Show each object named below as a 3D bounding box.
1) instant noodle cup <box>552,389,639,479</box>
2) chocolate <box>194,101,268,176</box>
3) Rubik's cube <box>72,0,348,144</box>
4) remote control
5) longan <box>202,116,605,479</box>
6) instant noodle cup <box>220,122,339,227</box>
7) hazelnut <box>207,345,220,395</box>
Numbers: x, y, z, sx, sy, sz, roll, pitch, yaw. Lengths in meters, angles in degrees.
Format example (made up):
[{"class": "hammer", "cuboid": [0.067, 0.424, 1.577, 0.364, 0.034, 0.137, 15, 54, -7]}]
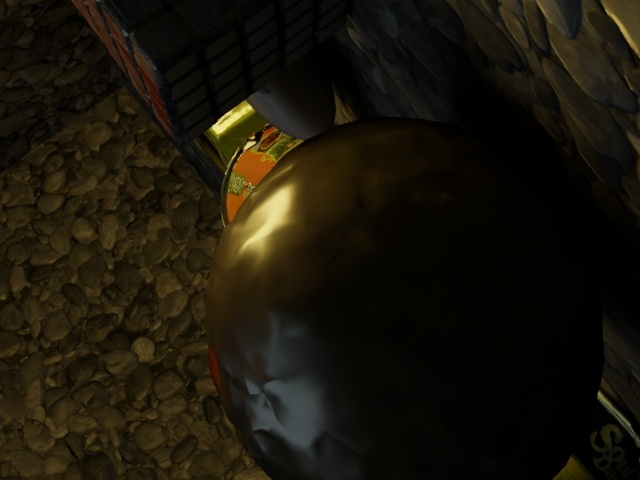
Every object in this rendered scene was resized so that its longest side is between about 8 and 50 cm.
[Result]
[{"class": "instant noodle cup", "cuboid": [0.265, 0.294, 1.653, 0.215, 0.236, 0.215, 50, 173, 8]}, {"class": "chocolate", "cuboid": [-0.126, -0.190, 2.184, 0.301, 0.137, 0.289, 47, 170, 39]}, {"class": "Rubik's cube", "cuboid": [-0.123, -0.277, 1.404, 0.237, 0.237, 0.238, 53, 174, 9]}, {"class": "remote control", "cuboid": [-0.090, -0.250, 1.666, 0.332, 0.103, 0.221, 48, -166, -34]}, {"class": "longan", "cuboid": [0.069, 0.079, 1.287, 0.391, 0.391, 0.391, 52, 172, 10]}, {"class": "instant noodle cup", "cuboid": [0.010, -0.041, 1.788, 0.230, 0.230, 0.182, 56, 164, -22]}, {"class": "hazelnut", "cuboid": [-0.007, 0.152, 2.245, 0.366, 0.366, 0.366, 52, 172, 10]}]
